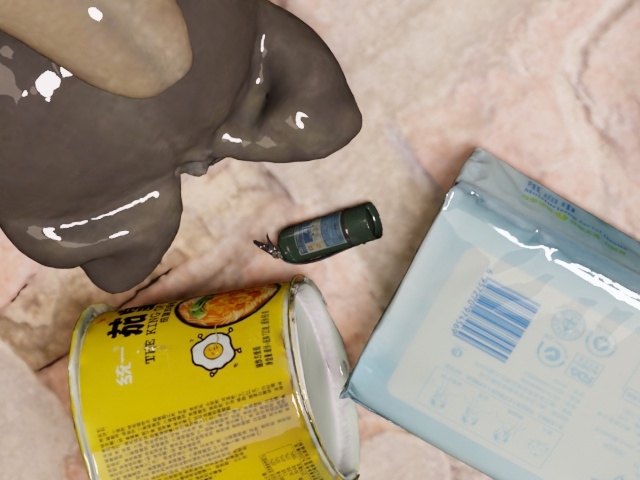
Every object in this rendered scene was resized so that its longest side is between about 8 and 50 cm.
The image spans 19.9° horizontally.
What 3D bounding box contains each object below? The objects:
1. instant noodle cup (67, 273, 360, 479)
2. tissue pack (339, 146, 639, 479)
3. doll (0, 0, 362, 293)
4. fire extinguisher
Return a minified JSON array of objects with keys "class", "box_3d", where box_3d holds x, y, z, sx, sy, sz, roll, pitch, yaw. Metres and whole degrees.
[{"class":"instant noodle cup","box_3d":[-0.059,0.109,1.184,0.144,0.182,0.182,-16,109,13]},{"class":"tissue pack","box_3d":[0.167,0.081,1.142,0.263,0.089,0.177,28,121,0]},{"class":"doll","box_3d":[-0.166,-0.125,0.996,0.252,0.378,0.382,-41,102,12]},{"class":"fire extinguisher","box_3d":[0.000,0.000,1.190,0.083,0.025,0.038,-16,132,23]}]
